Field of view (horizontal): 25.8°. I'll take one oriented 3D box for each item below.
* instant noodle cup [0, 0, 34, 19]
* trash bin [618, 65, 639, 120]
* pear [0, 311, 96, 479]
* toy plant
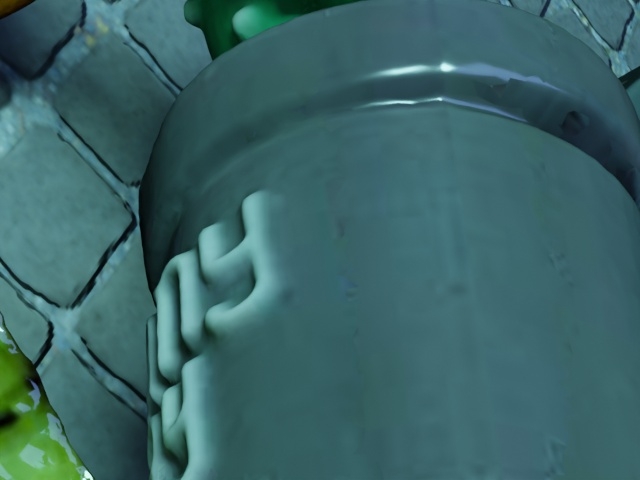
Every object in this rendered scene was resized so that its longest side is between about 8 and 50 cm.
[{"bbox_3d":[-0.192,-0.217,0.546,0.230,0.230,0.182,22,47,-39],"label":"instant noodle cup"},{"bbox_3d":[0.268,-0.007,1.015,0.236,0.101,0.176,58,41,-4],"label":"trash bin"},{"bbox_3d":[-0.216,0.097,0.380,0.282,0.176,0.286,-28,91,-47],"label":"pear"},{"bbox_3d":[0.018,-0.034,0.515,0.279,0.185,0.400,45,27,-38],"label":"toy plant"}]
